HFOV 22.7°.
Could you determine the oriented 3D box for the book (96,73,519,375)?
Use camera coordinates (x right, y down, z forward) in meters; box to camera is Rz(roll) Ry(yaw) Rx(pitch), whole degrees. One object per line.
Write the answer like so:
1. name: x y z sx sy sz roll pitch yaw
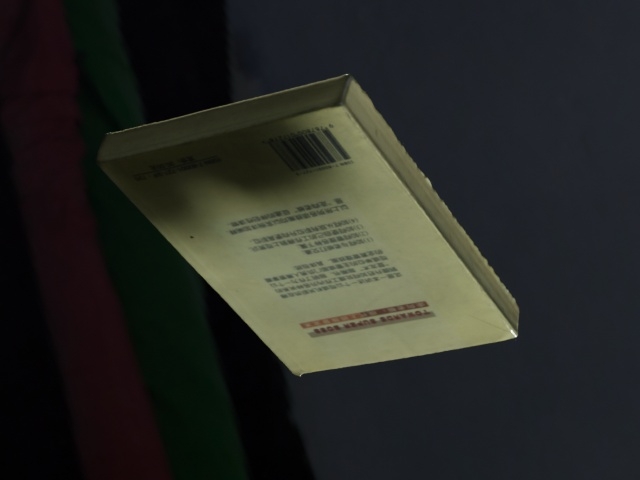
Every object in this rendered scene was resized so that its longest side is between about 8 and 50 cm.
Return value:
1. book: 0.000 0.000 0.918 0.231 0.161 0.026 51 -142 -43
